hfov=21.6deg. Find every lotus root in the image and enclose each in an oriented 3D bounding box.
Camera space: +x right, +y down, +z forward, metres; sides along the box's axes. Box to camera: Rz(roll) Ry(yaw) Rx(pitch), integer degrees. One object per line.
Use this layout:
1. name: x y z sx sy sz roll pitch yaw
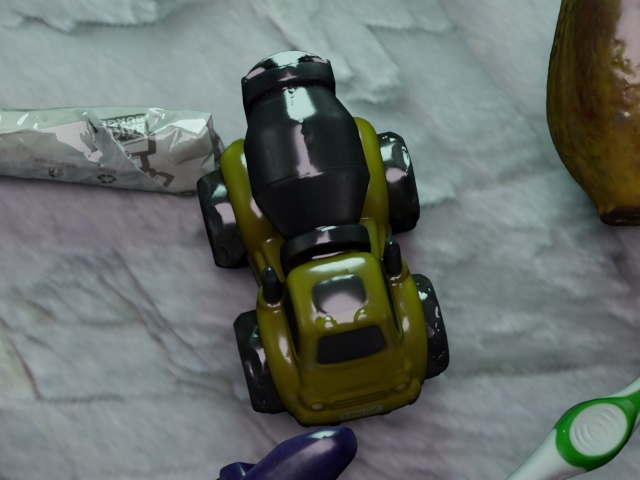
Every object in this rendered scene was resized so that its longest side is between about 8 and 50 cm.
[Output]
1. lotus root: 0.252 -0.147 1.147 0.193 0.193 0.291 13 74 5

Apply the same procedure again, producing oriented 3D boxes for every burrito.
1. burrito: -0.167 -0.069 1.192 0.203 0.064 0.064 6 74 2

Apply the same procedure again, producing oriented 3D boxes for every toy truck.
1. toy truck: 0.000 0.000 1.105 0.147 0.165 0.224 -12 65 -3

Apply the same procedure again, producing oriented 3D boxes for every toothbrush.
1. toothbrush: 0.178 0.117 1.057 0.418 0.040 0.042 -30 76 -33

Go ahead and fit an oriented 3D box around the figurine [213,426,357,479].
1. figurine: 0.048 0.311 1.030 0.193 0.154 0.421 -38 75 -7
